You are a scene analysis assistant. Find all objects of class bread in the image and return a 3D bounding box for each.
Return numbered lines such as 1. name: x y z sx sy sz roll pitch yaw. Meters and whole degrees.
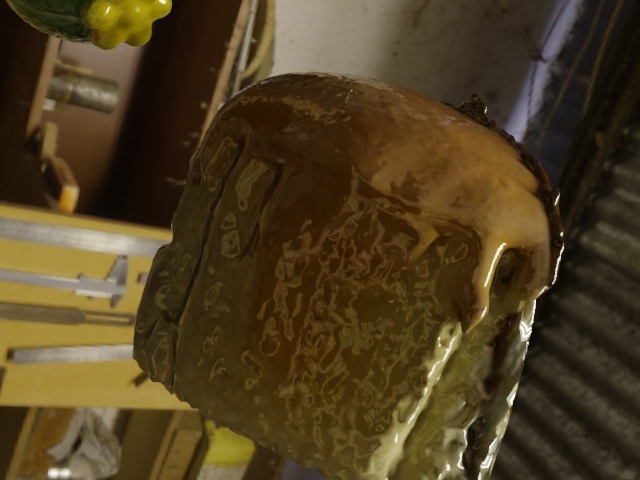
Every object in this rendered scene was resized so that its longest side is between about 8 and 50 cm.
1. bread: 0.000 0.000 0.429 0.262 0.163 0.204 30 -80 58

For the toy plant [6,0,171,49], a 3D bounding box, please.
1. toy plant: -0.132 -0.162 0.385 0.162 0.093 0.093 54 -50 17
